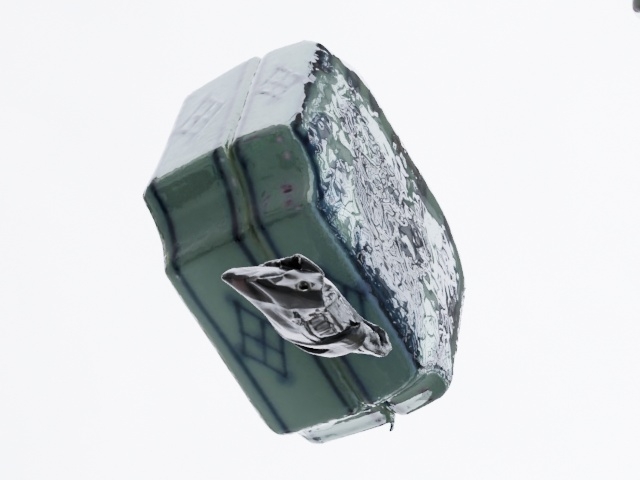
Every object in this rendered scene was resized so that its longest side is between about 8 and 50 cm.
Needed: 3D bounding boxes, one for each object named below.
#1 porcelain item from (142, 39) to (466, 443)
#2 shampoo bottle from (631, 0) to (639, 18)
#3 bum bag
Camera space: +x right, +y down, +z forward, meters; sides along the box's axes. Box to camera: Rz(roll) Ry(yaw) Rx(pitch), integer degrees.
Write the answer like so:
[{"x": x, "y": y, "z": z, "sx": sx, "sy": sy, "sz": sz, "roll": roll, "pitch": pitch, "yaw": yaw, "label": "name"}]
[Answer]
[{"x": 0.000, "y": 0.000, "z": 1.623, "sx": 0.157, "sy": 0.281, "sz": 0.286, "roll": -24, "pitch": -69, "yaw": 18, "label": "porcelain item"}, {"x": 0.245, "y": -0.236, "z": 1.189, "sx": 0.056, "sy": 0.086, "sz": 0.227, "roll": 14, "pitch": -89, "yaw": 41, "label": "shampoo bottle"}, {"x": -0.006, "y": 0.033, "z": 0.946, "sx": 0.058, "sy": 0.124, "sz": 0.034, "roll": 18, "pitch": -102, "yaw": 24, "label": "bum bag"}]
